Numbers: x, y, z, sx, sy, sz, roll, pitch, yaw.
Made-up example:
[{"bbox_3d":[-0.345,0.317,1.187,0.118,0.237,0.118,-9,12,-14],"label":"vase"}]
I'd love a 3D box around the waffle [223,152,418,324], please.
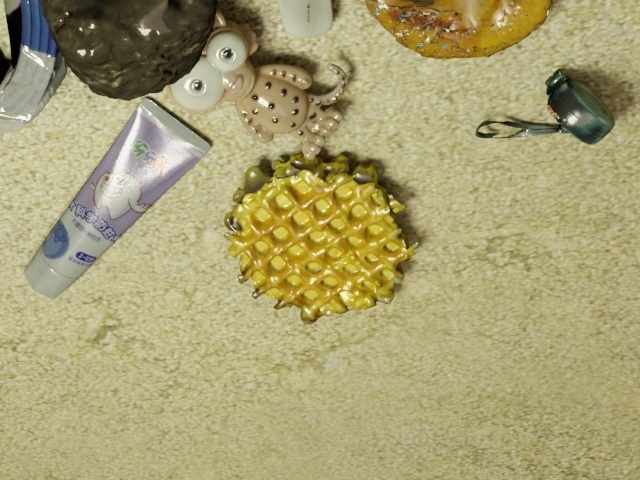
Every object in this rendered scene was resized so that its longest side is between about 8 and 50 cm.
[{"bbox_3d":[-0.001,-0.009,1.738,0.329,0.062,0.329,3,124,4],"label":"waffle"}]

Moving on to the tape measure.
[{"bbox_3d":[0.322,-0.154,1.587,0.180,0.107,0.104,-31,121,19],"label":"tape measure"}]

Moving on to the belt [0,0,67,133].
[{"bbox_3d":[-0.447,-0.321,1.524,0.212,0.117,0.347,9,123,-2],"label":"belt"}]

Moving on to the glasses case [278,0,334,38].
[{"bbox_3d":[-0.025,-0.365,1.501,0.074,0.049,0.193,-3,123,7],"label":"glasses case"}]

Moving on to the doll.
[{"bbox_3d":[-0.096,-0.221,1.571,0.278,0.119,0.154,22,110,-18],"label":"doll"}]

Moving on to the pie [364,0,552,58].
[{"bbox_3d":[0.178,-0.352,1.484,0.273,0.069,0.273,3,124,4],"label":"pie"}]

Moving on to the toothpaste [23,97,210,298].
[{"bbox_3d":[-0.330,-0.058,1.734,0.125,0.080,0.371,38,112,-16],"label":"toothpaste"}]

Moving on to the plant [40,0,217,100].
[{"bbox_3d":[-0.238,-0.321,1.337,0.213,0.215,0.312,-20,161,-12],"label":"plant"}]
